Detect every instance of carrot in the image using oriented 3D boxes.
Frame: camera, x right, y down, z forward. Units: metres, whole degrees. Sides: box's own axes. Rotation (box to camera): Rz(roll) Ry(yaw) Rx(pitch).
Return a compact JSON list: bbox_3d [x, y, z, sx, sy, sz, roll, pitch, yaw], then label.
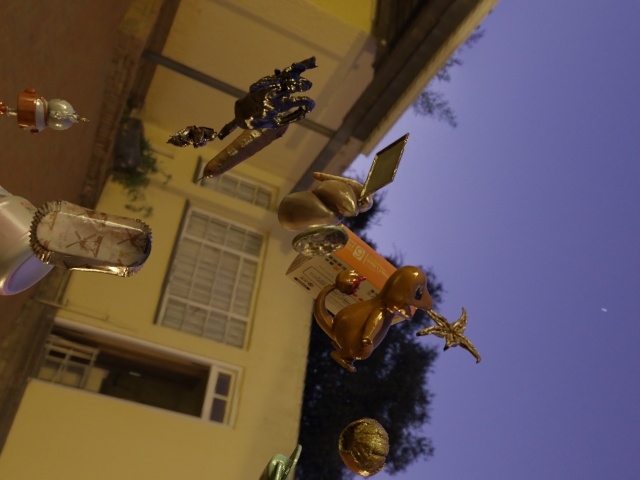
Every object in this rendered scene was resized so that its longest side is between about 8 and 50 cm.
[{"bbox_3d":[-0.183,-0.218,1.388,0.298,0.078,0.078,-45,-173,-28],"label":"carrot"}]

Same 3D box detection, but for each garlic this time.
[{"bbox_3d":[0.006,-0.104,1.762,0.325,0.279,0.132,-177,-114,-81],"label":"garlic"}]

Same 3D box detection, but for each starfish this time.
[{"bbox_3d":[0.368,0.256,1.642,0.238,0.213,0.057,-24,145,-53],"label":"starfish"}]

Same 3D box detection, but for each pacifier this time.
[{"bbox_3d":[-0.053,0.440,1.039,0.150,0.117,0.127,-60,176,31],"label":"pacifier"}]

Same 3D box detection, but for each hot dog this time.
[{"bbox_3d":[-0.374,0.001,0.964,0.059,0.191,0.108,-10,-113,66],"label":"hot dog"}]

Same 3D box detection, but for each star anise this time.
[{"bbox_3d":[-0.306,-0.253,1.432,0.129,0.124,0.056,-2,-84,60],"label":"star anise"}]

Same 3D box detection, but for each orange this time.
[{"bbox_3d":[0.121,0.574,1.639,0.156,0.134,0.156,-163,-90,-77],"label":"orange"}]

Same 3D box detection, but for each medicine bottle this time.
[{"bbox_3d":[-0.905,-0.023,1.645,0.241,0.302,0.241,-49,177,-4],"label":"medicine bottle"}]

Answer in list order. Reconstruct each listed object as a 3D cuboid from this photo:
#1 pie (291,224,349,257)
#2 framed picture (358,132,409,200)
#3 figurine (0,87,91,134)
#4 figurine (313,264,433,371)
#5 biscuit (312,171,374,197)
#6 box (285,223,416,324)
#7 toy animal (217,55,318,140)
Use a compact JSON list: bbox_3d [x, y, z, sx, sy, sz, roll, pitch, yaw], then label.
[{"bbox_3d":[0.000,-0.001,0.849,0.084,0.084,0.021,-47,-135,48],"label":"pie"},{"bbox_3d":[0.179,-0.208,1.655,0.136,0.010,0.201,-28,-149,46],"label":"framed picture"},{"bbox_3d":[-0.882,-0.398,1.882,0.143,0.271,0.143,-46,-147,43],"label":"figurine"},{"bbox_3d":[0.072,0.090,0.850,0.176,0.122,0.121,-38,-178,5],"label":"figurine"},{"bbox_3d":[0.079,-0.182,1.975,0.250,0.160,0.030,15,89,-72],"label":"biscuit"},{"bbox_3d":[0.080,0.103,1.424,0.221,0.274,0.091,-38,-162,54],"label":"box"},{"bbox_3d":[-0.088,-0.244,1.003,0.233,0.148,0.084,-20,-93,46],"label":"toy animal"}]
